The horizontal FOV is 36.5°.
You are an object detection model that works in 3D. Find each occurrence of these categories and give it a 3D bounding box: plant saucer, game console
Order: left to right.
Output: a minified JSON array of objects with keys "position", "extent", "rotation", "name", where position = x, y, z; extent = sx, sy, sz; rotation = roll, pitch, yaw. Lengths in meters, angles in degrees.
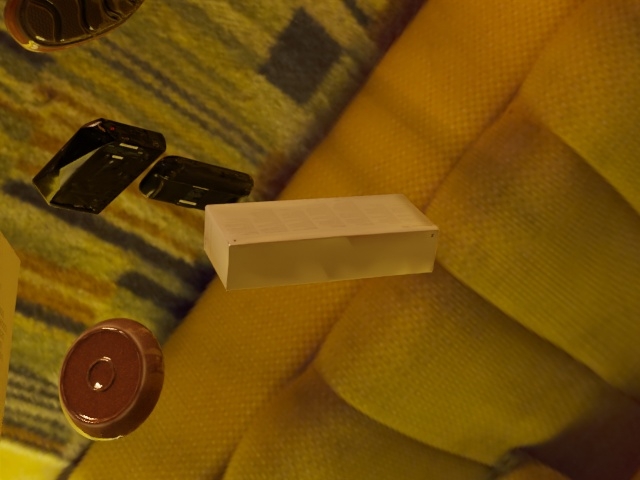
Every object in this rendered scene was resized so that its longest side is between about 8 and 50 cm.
[{"position":[-0.289,0.184,1.308],"extent":[0.168,0.168,0.029],"rotation":[-49,151,3],"name":"plant saucer"},{"position":[-0.280,-0.099,1.632],"extent":[0.361,0.044,0.213],"rotation":[12,144,-42],"name":"game console"}]

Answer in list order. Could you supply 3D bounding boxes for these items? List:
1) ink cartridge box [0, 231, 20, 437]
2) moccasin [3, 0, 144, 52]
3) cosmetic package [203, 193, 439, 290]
[{"position":[-0.375,0.154,0.659],"extent":[0.279,0.385,0.160],"rotation":[-2,154,1],"name":"ink cartridge box"},{"position":[-0.300,-0.386,1.305],"extent":[0.139,0.146,0.380],"rotation":[57,47,-41],"name":"moccasin"},{"position":[0.000,0.000,1.063],"extent":[0.238,0.099,0.061],"rotation":[-4,116,-20],"name":"cosmetic package"}]
